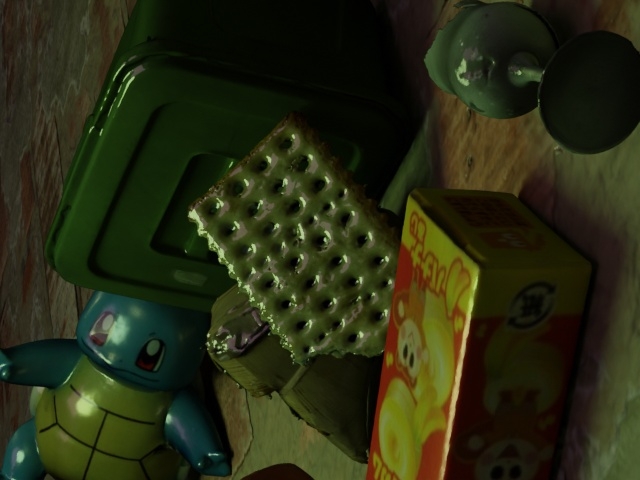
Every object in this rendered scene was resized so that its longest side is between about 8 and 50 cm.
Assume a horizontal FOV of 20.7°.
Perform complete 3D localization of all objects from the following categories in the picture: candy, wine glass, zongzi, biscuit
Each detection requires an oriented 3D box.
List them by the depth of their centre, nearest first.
[{"bbox_3d":[0.134,-0.112,1.138,0.195,0.079,0.079,-145,58,-66],"label":"wine glass"},{"bbox_3d":[0.101,0.115,1.212,0.146,0.088,0.276,-132,46,-63],"label":"candy"},{"bbox_3d":[-0.006,0.014,1.378,0.144,0.016,0.203,-40,80,20],"label":"biscuit"},{"bbox_3d":[0.028,0.081,1.461,0.194,0.197,0.099,-41,18,21],"label":"zongzi"}]

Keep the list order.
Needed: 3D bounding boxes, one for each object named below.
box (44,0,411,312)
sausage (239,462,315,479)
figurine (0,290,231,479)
[{"bbox_3d":[-0.089,-0.091,1.529,0.329,0.252,0.178,122,153,-46],"label":"box"},{"bbox_3d":[0.024,0.287,1.303,0.259,0.113,0.113,47,141,23],"label":"sausage"},{"bbox_3d":[-0.230,0.219,2.025,0.243,0.298,0.416,-52,-13,-35],"label":"figurine"}]
